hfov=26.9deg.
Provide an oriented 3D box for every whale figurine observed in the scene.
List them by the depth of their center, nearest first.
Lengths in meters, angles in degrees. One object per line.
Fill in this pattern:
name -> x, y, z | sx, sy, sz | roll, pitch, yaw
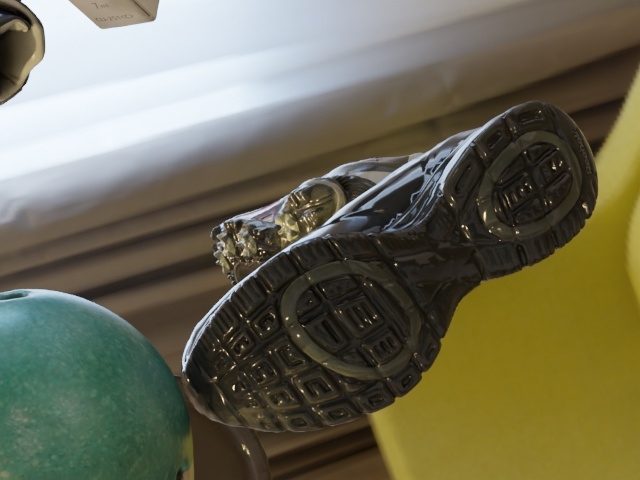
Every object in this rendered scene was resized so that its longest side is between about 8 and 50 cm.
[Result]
whale figurine -> -0.200, 0.094, 0.680 | 0.216, 0.272, 0.141 | -36, -53, -73

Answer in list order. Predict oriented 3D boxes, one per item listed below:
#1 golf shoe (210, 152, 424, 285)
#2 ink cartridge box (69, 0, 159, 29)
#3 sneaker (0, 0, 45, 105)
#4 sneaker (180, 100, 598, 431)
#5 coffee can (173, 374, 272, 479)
golf shoe -> 0.000, 0.000, 1.126 | 0.105, 0.120, 0.273 | 61, 151, -4
ink cartridge box -> -0.197, -0.364, 1.082 | 0.261, 0.066, 0.296 | 42, -130, -57
sneaker -> -0.271, -0.183, 0.881 | 0.163, 0.086, 0.226 | 31, 158, 48
sneaker -> 0.036, 0.021, 0.813 | 0.109, 0.286, 0.130 | 62, 159, -9
coffee can -> -0.198, 0.235, 1.199 | 0.275, 0.201, 0.202 | -19, 88, 54
